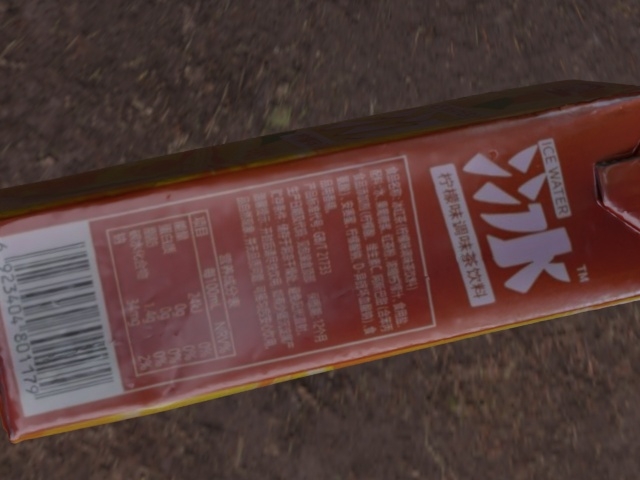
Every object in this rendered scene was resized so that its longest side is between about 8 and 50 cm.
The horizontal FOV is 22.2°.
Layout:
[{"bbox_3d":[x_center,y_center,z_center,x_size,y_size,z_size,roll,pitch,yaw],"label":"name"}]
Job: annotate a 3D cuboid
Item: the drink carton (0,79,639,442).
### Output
[{"bbox_3d":[0.000,0.000,0.534,0.222,0.096,0.071,-12,98,-8],"label":"drink carton"}]
